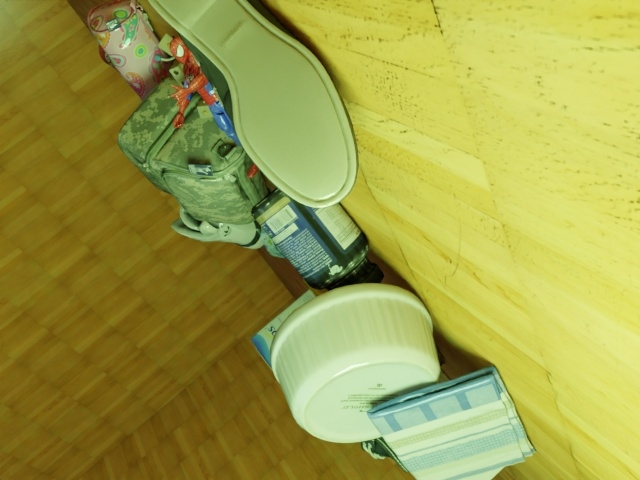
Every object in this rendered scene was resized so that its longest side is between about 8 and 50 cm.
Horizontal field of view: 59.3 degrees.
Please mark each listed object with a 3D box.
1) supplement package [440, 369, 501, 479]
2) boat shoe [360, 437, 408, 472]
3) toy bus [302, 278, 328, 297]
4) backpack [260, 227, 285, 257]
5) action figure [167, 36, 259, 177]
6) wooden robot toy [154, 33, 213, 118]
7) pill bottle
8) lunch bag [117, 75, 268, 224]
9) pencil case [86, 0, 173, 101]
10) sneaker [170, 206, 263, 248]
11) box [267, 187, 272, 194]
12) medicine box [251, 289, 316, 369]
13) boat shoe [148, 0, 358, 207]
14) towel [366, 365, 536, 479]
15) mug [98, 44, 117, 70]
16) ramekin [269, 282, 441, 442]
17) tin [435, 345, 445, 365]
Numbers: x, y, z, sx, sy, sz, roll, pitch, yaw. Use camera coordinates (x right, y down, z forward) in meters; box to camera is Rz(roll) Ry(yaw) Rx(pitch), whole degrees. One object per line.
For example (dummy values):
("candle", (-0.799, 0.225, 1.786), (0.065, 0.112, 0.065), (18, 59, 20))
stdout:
("supplement package", (0.257, 0.405, 1.245), (0.262, 0.145, 0.204), (49, 172, 7))
("boat shoe", (0.132, 0.455, 1.307), (0.114, 0.091, 0.302), (52, 173, -17))
("toy bus", (0.046, 0.123, 1.260), (0.191, 0.104, 0.202), (50, 172, 2))
("backpack", (-0.062, -0.021, 1.165), (0.084, 0.114, 0.105), (12, 145, 44))
("action figure", (-0.187, -0.202, 0.957), (0.091, 0.139, 0.280), (4, 136, 43))
("wooden robot toy", (-0.230, -0.314, 1.026), (0.079, 0.076, 0.173), (-88, -25, -44))
("pill bottle", (0.000, 0.000, 0.906), (0.219, 0.123, 0.123), (52, 171, -6))
("lunch bag", (-0.245, -0.171, 1.215), (0.256, 0.212, 0.305), (31, 167, 15))
("pencil case", (-0.387, -0.395, 1.239), (0.124, 0.124, 0.284), (44, 169, 34))
("sneaker", (-0.307, -0.105, 1.492), (0.210, 0.137, 0.366), (7, -155, -48))
("box", (-0.154, -0.109, 1.535), (0.136, 0.036, 0.225), (56, 169, -31))
("medicine box", (-0.012, 0.284, 1.618), (0.149, 0.289, 0.263), (45, 170, 31))
("boat shoe", (-0.062, -0.174, 0.592), (0.335, 0.112, 0.095), (54, -170, 11))
("towel", (0.217, 0.308, 0.901), (0.285, 0.209, 0.034), (57, -164, -39))
("mug", (-0.470, -0.460, 1.407), (0.169, 0.113, 0.150), (43, 171, 25))
("ramekin", (0.062, 0.204, 0.881), (0.273, 0.273, 0.127), (58, -171, -41))
("tin", (0.174, 0.180, 1.086), (0.189, 0.040, 0.106), (54, 166, -23))
